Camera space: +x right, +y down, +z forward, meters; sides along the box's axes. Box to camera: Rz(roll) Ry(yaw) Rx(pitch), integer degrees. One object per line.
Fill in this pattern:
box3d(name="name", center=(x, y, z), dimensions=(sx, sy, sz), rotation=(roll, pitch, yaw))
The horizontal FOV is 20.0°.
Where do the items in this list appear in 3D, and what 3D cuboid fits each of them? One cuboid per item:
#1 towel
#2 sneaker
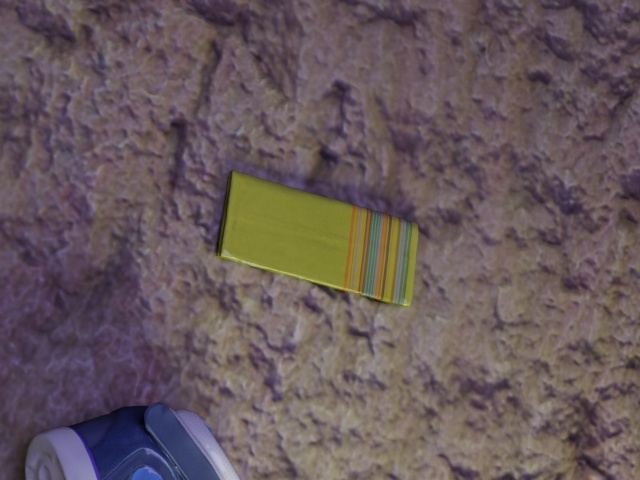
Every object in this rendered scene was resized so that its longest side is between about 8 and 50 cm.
box3d(name="towel", center=(0.000, 0.000, 1.992), dimensions=(0.237, 0.021, 0.102), rotation=(16, 69, -24))
box3d(name="sneaker", center=(-0.140, 0.314, 1.773), dimensions=(0.236, 0.130, 0.323), rotation=(-5, 68, -38))
